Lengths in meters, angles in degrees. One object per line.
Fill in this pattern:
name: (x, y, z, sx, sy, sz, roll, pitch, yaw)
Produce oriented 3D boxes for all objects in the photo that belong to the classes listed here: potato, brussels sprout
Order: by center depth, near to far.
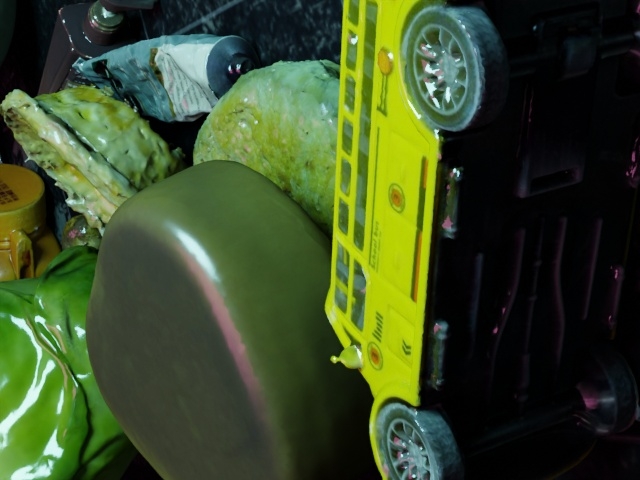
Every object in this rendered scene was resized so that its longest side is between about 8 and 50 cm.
brussels sprout: (-0.285, 0.145, 1.362, 0.227, 0.260, 0.294, 58, -141, -66)
potato: (-0.249, 0.006, 1.460, 0.051, 0.040, 0.083, 64, 150, 28)

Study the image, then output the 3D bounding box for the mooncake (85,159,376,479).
mooncake: (-0.051, 0.075, 0.914, 0.235, 0.117, 0.234, 27, 130, 38)

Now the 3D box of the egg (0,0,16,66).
egg: (-0.451, -0.277, 1.446, 0.352, 0.259, 0.258, 52, 145, 31)

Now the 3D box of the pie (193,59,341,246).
pie: (0.000, 0.000, 0.982, 0.277, 0.079, 0.277, 29, 129, 45)

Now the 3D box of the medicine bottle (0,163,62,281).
medicine bottle: (-0.363, 0.031, 1.604, 0.149, 0.112, 0.222, 45, 141, 42)

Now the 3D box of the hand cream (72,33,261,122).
hand cream: (-0.119, -0.133, 1.136, 0.248, 0.052, 0.075, 6, 133, 59)

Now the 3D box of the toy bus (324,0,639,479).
toy bus: (0.083, -0.016, 0.742, 0.152, 0.144, 0.330, 39, 135, 47)

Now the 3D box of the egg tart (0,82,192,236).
egg tart: (-0.183, -0.066, 1.207, 0.213, 0.090, 0.212, 37, 166, 11)

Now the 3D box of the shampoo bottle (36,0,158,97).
shampoo bottle: (-0.209, -0.166, 1.274, 0.236, 0.068, 0.067, 133, 126, -60)

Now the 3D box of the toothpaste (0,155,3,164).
toothpaste: (-0.438, -0.222, 1.681, 0.075, 0.048, 0.296, -16, 93, 63)
